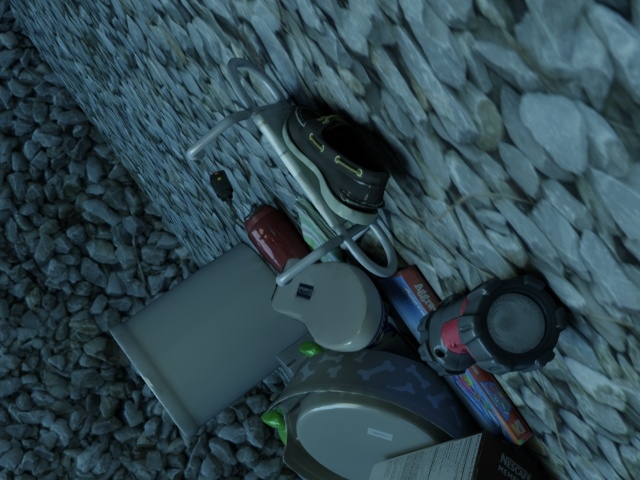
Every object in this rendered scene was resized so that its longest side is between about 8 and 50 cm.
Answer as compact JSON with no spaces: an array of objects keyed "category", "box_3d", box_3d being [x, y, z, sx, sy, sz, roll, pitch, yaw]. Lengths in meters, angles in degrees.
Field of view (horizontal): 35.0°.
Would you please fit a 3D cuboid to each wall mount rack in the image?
[{"category":"wall mount rack","box_3d":[-0.031,-0.078,1.379,0.350,0.130,0.304,55,-157,3]}]

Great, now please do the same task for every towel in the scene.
[{"category":"towel","box_3d":[0.000,0.000,1.687,0.113,0.023,0.152,50,167,23]}]

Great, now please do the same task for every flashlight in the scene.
[{"category":"flashlight","box_3d":[0.175,0.108,1.133,0.103,0.103,0.304,50,166,5]}]

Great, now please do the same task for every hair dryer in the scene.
[{"category":"hair dryer","box_3d":[-0.081,-0.010,1.920,0.293,0.080,0.223,53,-175,34]}]

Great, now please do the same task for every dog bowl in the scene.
[{"category":"dog bowl","box_3d":[0.091,0.297,1.585,0.348,0.102,0.349,13,141,10]}]

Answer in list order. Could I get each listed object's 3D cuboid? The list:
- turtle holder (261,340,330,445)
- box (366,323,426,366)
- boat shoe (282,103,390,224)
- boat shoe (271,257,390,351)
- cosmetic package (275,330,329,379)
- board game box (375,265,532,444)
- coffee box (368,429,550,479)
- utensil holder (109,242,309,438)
[{"category":"turtle holder","box_3d":[0.077,0.324,1.895,0.320,0.243,0.227,-21,128,37]},{"category":"box","box_3d":[0.128,0.227,1.705,0.137,0.072,0.126,49,167,21]},{"category":"boat shoe","box_3d":[0.021,-0.108,1.212,0.069,0.081,0.228,-64,36,26]},{"category":"boat shoe","box_3d":[0.055,0.104,1.519,0.158,0.127,0.340,20,-178,-23]},{"category":"cosmetic package","box_3d":[0.017,0.322,2.263,0.238,0.127,0.107,60,167,-19]},{"category":"board game box","box_3d":[0.182,0.159,1.419,0.281,0.027,0.145,55,170,-3]},{"category":"coffee box","box_3d":[0.191,0.374,1.465,0.141,0.098,0.246,39,140,-20]},{"category":"utensil holder","box_3d":[-0.258,0.237,2.454,0.327,0.385,0.327,51,168,16]}]
